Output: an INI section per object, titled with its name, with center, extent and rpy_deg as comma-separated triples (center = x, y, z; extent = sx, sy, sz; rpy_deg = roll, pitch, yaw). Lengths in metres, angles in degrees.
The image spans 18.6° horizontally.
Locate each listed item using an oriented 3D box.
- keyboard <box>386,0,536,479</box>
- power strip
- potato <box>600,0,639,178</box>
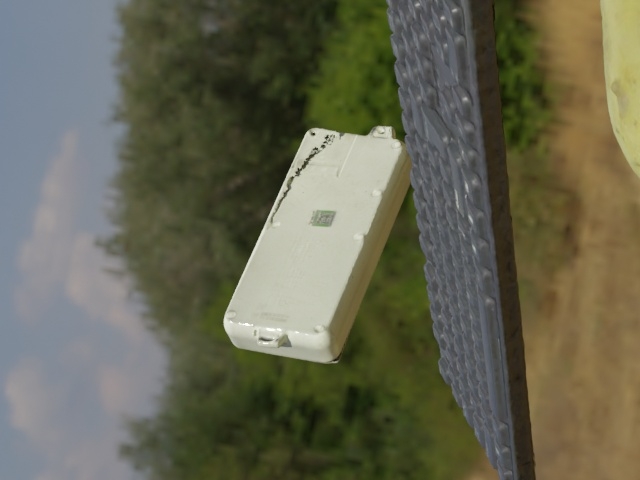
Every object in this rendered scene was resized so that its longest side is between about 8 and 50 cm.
[keyboard]
center = 0.057, -0.017, 0.817
extent = 0.310, 0.018, 0.101
rpy_deg = 79, 168, -46
[power strip]
center = 0.000, 0.000, 1.331
extent = 0.035, 0.081, 0.192
rpy_deg = 68, -143, -49
[potato]
center = 0.237, -0.151, 1.001
extent = 0.173, 0.210, 0.307
rpy_deg = 115, 143, -86
